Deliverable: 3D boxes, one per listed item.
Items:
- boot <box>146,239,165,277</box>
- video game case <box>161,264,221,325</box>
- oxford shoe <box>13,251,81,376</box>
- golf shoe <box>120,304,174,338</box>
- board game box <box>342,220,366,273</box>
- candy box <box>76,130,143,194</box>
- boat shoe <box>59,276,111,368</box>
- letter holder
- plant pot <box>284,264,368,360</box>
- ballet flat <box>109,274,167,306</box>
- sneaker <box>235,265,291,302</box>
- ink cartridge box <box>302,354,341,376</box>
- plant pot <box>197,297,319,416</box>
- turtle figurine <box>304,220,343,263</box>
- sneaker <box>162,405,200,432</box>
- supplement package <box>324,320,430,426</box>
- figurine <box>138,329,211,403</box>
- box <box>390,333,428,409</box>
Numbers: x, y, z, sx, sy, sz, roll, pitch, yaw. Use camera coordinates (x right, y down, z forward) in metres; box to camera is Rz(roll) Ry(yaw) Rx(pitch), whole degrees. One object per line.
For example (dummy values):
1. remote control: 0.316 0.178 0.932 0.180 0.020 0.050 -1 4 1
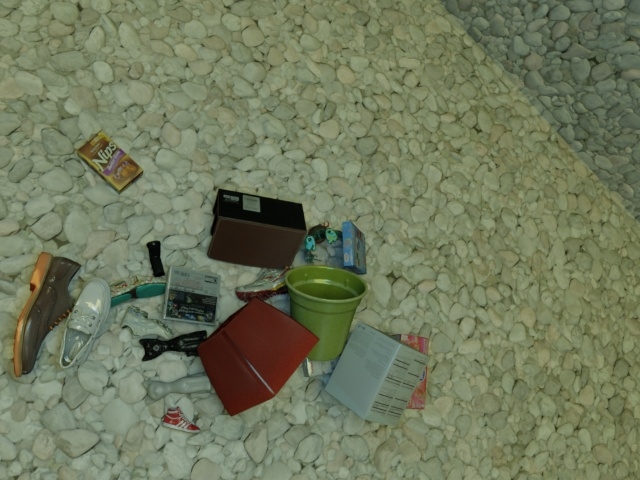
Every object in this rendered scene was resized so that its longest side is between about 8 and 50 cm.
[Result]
1. boot: -0.528 0.061 1.665 0.045 0.121 0.099 -11 75 -22
2. video game case: -0.419 0.183 1.695 0.190 0.022 0.173 17 69 -40
3. oxford shoe: -0.799 0.218 1.512 0.133 0.130 0.363 15 71 -24
4. golf shoe: -0.542 0.278 1.621 0.176 0.069 0.086 26 77 14
5. board game box: 0.127 0.032 1.900 0.039 0.211 0.160 -6 76 18
6. candy box: -0.695 -0.256 1.714 0.187 0.053 0.109 43 66 -5
7. boat shoe: -0.692 0.245 1.517 0.098 0.096 0.277 17 90 -7
8. letter holder: -0.229 -0.030 1.807 0.302 0.214 0.152 9 42 -19
9. plant pot: 0.003 0.251 1.740 0.276 0.276 0.253 0 112 -22
10. ballet flat: -0.597 0.149 1.637 0.241 0.091 0.077 -14 58 -28
11. sneaker: -0.190 0.153 1.808 0.225 0.088 0.092 -14 60 -23
12. ink cartridge box: 0.005 0.419 1.822 0.135 0.056 0.099 -4 78 -23
13. plant pot: -0.214 0.338 1.599 0.235 0.267 0.267 50 43 -4
14. turtle figurine: 0.000 0.000 1.868 0.175 0.234 0.118 -39 87 0
15. sneaker: -0.427 0.560 1.619 0.119 0.042 0.067 19 74 -15
16. supplement package: 0.191 0.447 1.741 0.198 0.199 0.262 30 85 -42
17. figurine: -0.457 0.401 1.632 0.210 0.092 0.214 -4 78 -14
18. box: 0.306 0.478 1.890 0.123 0.128 0.256 13 72 -18
